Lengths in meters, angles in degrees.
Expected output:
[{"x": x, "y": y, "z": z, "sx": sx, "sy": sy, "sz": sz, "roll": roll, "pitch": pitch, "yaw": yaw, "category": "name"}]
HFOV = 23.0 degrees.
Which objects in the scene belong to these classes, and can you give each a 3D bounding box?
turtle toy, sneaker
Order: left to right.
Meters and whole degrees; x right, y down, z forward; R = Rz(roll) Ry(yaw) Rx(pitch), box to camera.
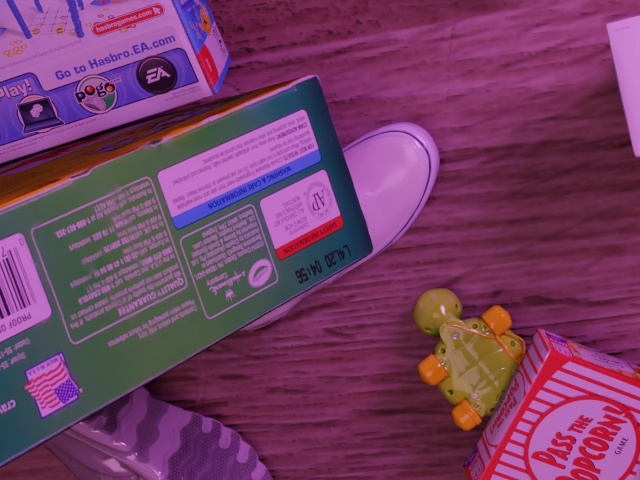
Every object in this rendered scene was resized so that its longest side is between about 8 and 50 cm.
[{"x": -0.156, "y": 0.211, "z": 1.473, "sx": 0.281, "sy": 0.105, "sz": 0.115, "roll": 39, "pitch": 139, "yaw": 0, "category": "sneaker"}, {"x": 0.000, "y": 0.000, "z": 1.364, "sx": 0.094, "sy": 0.091, "sz": 0.258, "roll": 46, "pitch": 110, "yaw": 0, "category": "sneaker"}, {"x": 0.130, "y": 0.097, "z": 1.368, "sx": 0.095, "sy": 0.066, "sz": 0.130, "roll": -37, "pitch": 90, "yaw": 1, "category": "turtle toy"}]

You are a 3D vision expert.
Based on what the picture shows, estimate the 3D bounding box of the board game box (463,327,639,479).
[{"x": 0.241, "y": 0.174, "z": 1.339, "sx": 0.193, "sy": 0.045, "sz": 0.147, "roll": 20, "pitch": 109, "yaw": -14, "category": "board game box"}]

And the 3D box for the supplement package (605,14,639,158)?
[{"x": 0.290, "y": -0.119, "z": 1.204, "sx": 0.105, "sy": 0.179, "sz": 0.105, "roll": -14, "pitch": 86, "yaw": 17, "category": "supplement package"}]

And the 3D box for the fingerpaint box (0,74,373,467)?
[{"x": -0.243, "y": 0.038, "z": 1.194, "sx": 0.371, "sy": 0.445, "sz": 0.163, "roll": -10, "pitch": 103, "yaw": 41, "category": "fingerpaint box"}]

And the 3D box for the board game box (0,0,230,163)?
[{"x": -0.273, "y": -0.222, "z": 1.290, "sx": 0.308, "sy": 0.086, "sz": 0.302, "roll": -16, "pitch": 114, "yaw": 15, "category": "board game box"}]
